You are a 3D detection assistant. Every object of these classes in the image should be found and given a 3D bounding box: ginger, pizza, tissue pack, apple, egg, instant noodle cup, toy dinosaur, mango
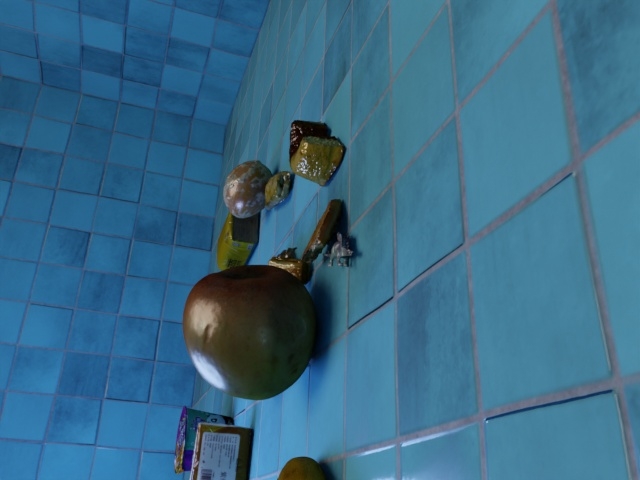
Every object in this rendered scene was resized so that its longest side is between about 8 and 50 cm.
[{"bbox_3d":[-0.130,0.092,1.908,0.290,0.084,0.122,145,126,-68],"label":"ginger"},{"bbox_3d":[0.000,0.000,1.539,0.195,0.052,0.185,-58,4,46],"label":"pizza"},{"bbox_3d":[-0.324,0.714,2.009,0.092,0.183,0.226,126,151,-65],"label":"tissue pack"},{"bbox_3d":[-0.357,-0.005,2.650,0.271,0.134,0.192,122,152,-53],"label":"tissue pack"},{"bbox_3d":[-0.168,0.227,1.553,0.338,0.338,0.305,-143,49,-72],"label":"apple"},{"bbox_3d":[-0.278,-0.198,2.407,0.233,0.194,0.195,-71,15,-8],"label":"egg"},{"bbox_3d":[-0.443,0.767,2.372,0.251,0.190,0.251,-170,90,-73],"label":"instant noodle cup"},{"bbox_3d":[0.044,0.023,1.439,0.209,0.039,0.082,165,114,-74],"label":"toy dinosaur"},{"bbox_3d":[-0.047,0.553,1.278,0.295,0.120,0.177,-128,52,-69],"label":"mango"}]

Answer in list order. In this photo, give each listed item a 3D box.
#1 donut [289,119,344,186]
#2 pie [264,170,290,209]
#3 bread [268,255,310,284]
[{"bbox_3d":[-0.031,-0.243,1.731,0.295,0.112,0.151,-112,37,-64],"label":"donut"},{"bbox_3d":[-0.162,-0.181,2.221,0.282,0.068,0.129,159,120,-76],"label":"pie"},{"bbox_3d":[-0.089,0.085,1.732,0.132,0.053,0.074,4,96,33],"label":"bread"}]
